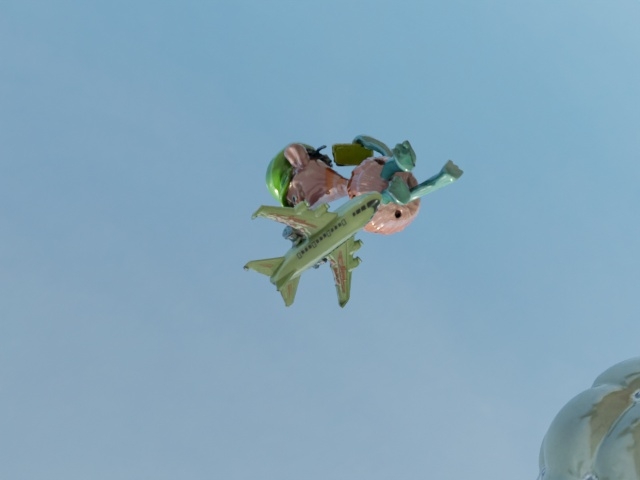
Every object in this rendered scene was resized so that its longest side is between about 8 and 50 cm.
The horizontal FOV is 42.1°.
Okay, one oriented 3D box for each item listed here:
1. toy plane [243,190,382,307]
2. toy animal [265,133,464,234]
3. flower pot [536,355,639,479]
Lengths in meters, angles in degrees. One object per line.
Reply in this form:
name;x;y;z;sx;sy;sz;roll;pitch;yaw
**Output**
toy plane;0.000;0.000;0.610;0.102;0.111;0.040;46;-175;-27
toy animal;0.038;-0.062;0.771;0.100;0.208;0.103;45;-111;-26
flower pot;0.309;0.224;0.729;0.246;0.195;0.246;28;-148;-19
